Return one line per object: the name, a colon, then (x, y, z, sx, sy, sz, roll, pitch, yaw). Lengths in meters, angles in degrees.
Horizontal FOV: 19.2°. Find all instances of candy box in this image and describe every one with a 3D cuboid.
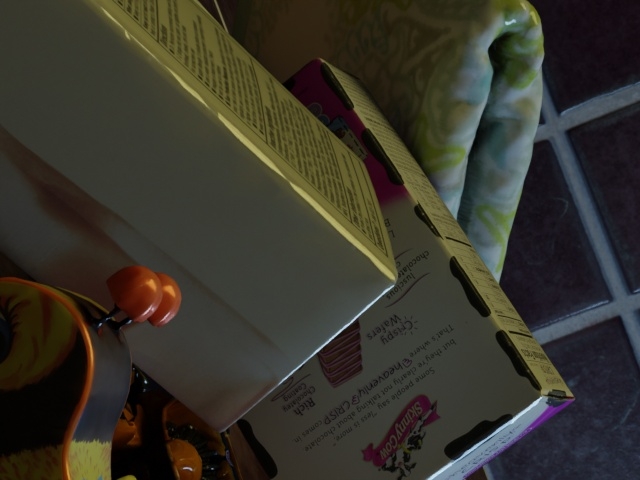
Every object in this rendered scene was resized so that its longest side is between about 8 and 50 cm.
candy box: (0.011, 0.038, 1.068, 0.233, 0.159, 0.071, 58, 16, 18)

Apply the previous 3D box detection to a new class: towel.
towel: (0.021, -0.020, 1.259, 0.320, 0.090, 0.374, 41, -56, 57)

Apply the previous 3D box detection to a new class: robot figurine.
robot figurine: (-0.101, 0.129, 1.001, 0.291, 0.085, 0.211, 29, 42, -77)

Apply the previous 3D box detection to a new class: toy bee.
toy bee: (-0.123, 0.080, 0.728, 0.195, 0.162, 0.298, -71, 139, -75)

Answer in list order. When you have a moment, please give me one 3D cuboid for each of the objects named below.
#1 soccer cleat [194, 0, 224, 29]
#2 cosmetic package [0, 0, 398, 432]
soccer cleat: (-0.136, -0.205, 1.706, 0.076, 0.068, 0.196, 69, 10, 22)
cosmetic package: (-0.112, -0.063, 0.926, 0.296, 0.129, 0.153, 43, 15, -21)
